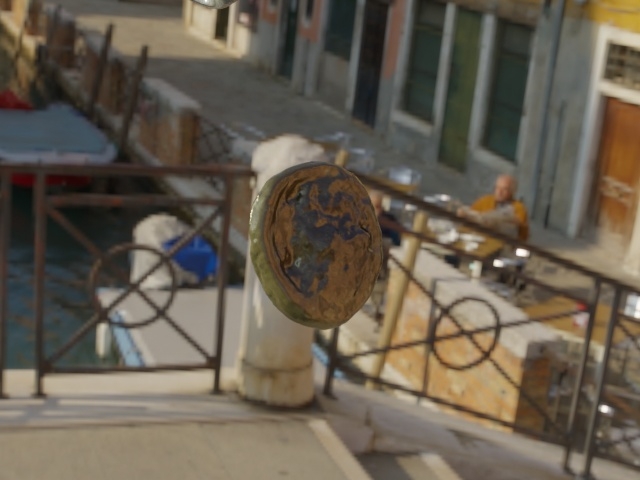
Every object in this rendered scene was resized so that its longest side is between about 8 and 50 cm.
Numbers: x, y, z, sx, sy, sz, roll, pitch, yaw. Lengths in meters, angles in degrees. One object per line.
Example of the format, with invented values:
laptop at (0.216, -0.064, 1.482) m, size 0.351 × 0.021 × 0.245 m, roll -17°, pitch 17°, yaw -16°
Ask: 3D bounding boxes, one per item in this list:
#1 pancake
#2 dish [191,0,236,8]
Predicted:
pancake at (0.000, 0.000, 1.593) m, size 0.242 × 0.242 × 0.050 m, roll -9°, pitch -3°, yaw -40°
dish at (-0.125, -0.449, 1.711) m, size 0.234 × 0.154 × 0.064 m, roll -30°, pitch -27°, yaw 23°
